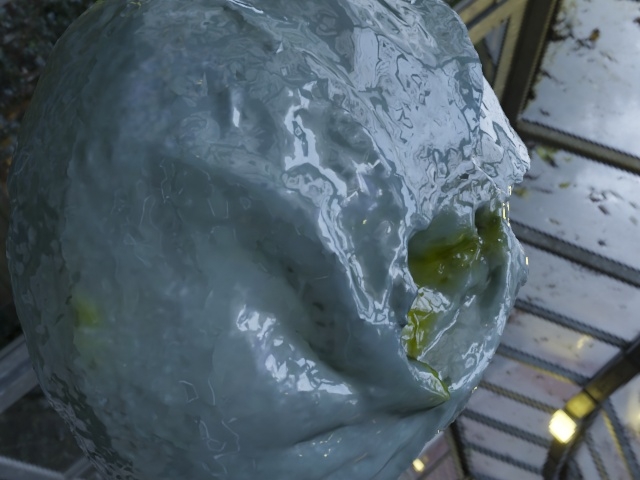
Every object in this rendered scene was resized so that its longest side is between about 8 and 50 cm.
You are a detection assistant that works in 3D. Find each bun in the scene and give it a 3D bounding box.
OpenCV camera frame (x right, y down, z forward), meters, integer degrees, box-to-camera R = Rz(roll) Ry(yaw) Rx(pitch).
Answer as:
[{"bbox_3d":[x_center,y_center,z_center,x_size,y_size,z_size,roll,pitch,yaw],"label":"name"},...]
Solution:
[{"bbox_3d":[0.000,0.000,0.498,0.211,0.362,0.362,4,-41,35],"label":"bun"}]
